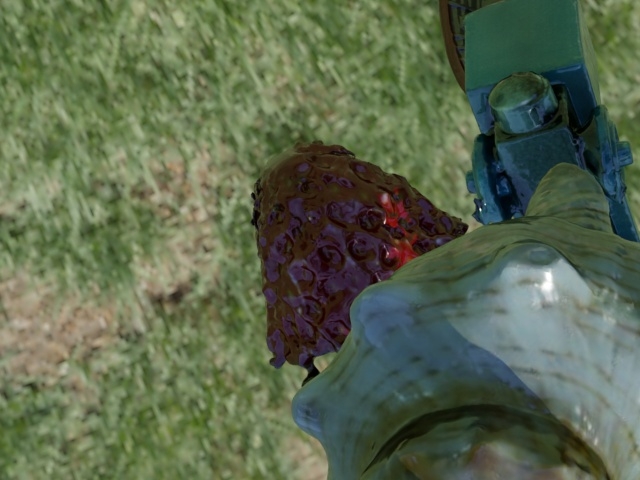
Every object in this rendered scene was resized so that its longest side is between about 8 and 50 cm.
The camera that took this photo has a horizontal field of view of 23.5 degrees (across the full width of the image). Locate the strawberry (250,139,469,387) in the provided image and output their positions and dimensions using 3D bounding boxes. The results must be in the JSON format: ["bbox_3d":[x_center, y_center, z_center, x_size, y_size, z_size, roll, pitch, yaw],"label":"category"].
[{"bbox_3d":[0.000,0.000,1.461,0.234,0.234,0.178,-36,104,9],"label":"strawberry"}]

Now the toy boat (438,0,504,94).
[{"bbox_3d":[0.203,-0.306,1.782,0.136,0.392,0.079,-20,137,23],"label":"toy boat"}]

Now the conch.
[{"bbox_3d":[0.099,0.057,0.756,0.203,0.386,0.169,1,139,23],"label":"conch"}]

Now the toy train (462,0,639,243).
[{"bbox_3d":[0.194,-0.033,1.195,0.120,0.194,0.298,-13,128,16],"label":"toy train"}]
